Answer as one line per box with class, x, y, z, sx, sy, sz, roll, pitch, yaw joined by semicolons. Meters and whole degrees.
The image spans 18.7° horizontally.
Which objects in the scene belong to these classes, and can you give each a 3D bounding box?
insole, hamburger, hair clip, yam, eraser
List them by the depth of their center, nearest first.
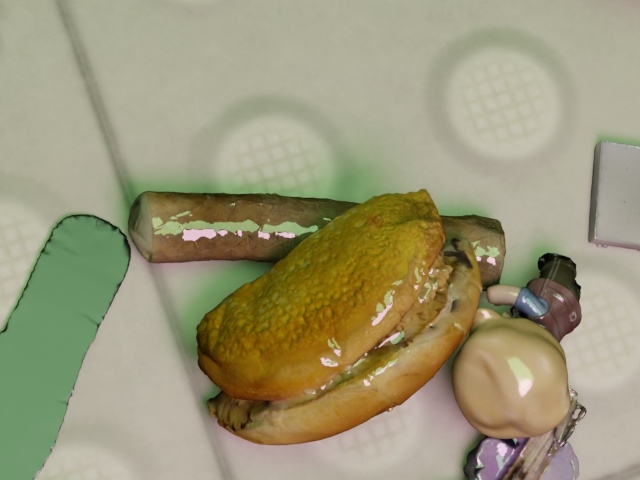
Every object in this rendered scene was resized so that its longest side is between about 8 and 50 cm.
hamburger;0.021;0.091;1.727;0.283;0.156;0.144;-36;125;4
insole;-0.268;0.120;1.768;0.109;0.007;0.322;27;73;-5
hair clip;0.152;0.252;1.778;0.106;0.084;0.292;35;68;5
yam;0.000;0.000;1.812;0.357;0.081;0.081;4;76;-8
eraser;0.340;-0.036;1.907;0.150;0.023;0.104;8;75;-8

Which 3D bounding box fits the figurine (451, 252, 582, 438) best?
figurine;0.187;0.092;1.789;0.108;0.114;0.196;6;45;19
